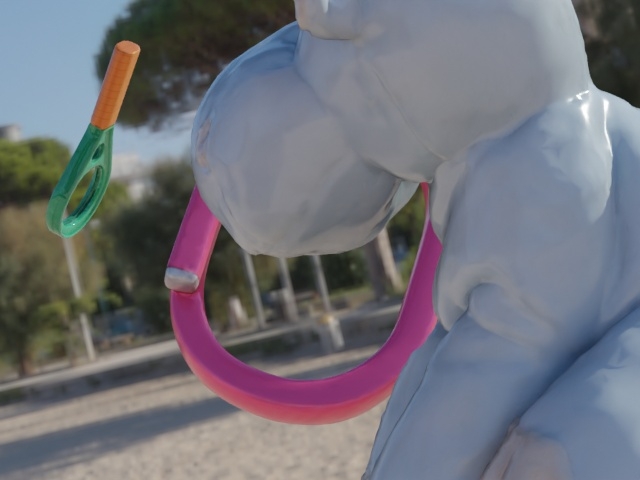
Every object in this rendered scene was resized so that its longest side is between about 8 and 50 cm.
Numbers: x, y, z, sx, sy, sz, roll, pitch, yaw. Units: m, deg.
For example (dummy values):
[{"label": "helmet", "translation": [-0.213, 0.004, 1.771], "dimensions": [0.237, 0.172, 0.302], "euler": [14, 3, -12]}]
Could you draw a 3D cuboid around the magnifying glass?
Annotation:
[{"label": "magnifying glass", "translation": [-0.229, -0.099, 1.395], "dimensions": [0.026, 0.231, 0.092], "euler": [29, 31, 11]}]

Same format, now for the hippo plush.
[{"label": "hippo plush", "translation": [0.060, -0.010, 0.514], "dimensions": [0.294, 0.236, 0.234], "euler": [-39, 8, 38]}]

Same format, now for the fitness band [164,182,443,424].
[{"label": "fitness band", "translation": [0.000, 0.000, 1.052], "dimensions": [0.209, 0.291, 0.054], "euler": [17, -26, 3]}]
